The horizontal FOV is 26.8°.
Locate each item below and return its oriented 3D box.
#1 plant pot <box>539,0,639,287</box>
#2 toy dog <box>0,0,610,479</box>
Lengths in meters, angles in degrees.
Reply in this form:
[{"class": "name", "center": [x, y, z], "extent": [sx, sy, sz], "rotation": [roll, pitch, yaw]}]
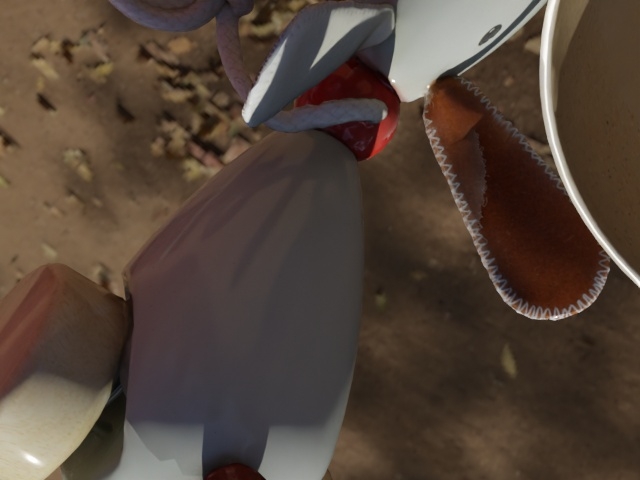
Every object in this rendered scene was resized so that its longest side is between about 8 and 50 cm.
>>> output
[{"class": "plant pot", "center": [0.238, -0.103, 0.487], "extent": [0.284, 0.191, 0.284], "rotation": [12, 135, 13]}, {"class": "toy dog", "center": [0.000, 0.000, 0.504], "extent": [0.220, 0.333, 0.161], "rotation": [14, -178, -29]}]
